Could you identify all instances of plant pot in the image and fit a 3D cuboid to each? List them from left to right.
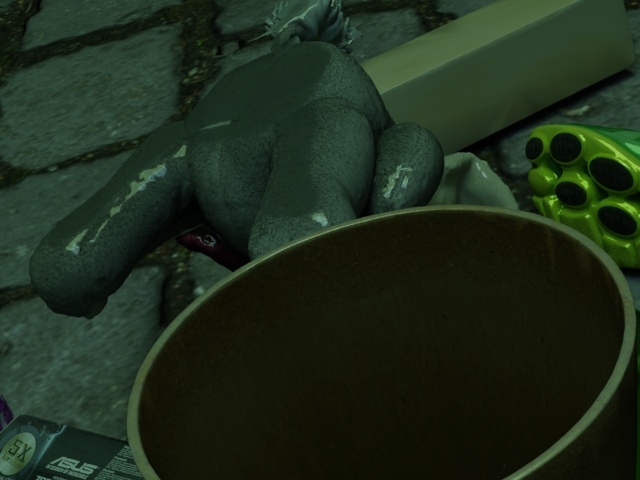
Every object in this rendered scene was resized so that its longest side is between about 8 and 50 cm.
[{"bbox_3d":[0.059,0.151,0.682,0.237,0.254,0.237,-14,31,9],"label":"plant pot"}]

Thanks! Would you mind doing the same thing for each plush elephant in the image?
[{"bbox_3d":[0.000,0.000,0.992,0.272,0.255,0.330,-9,38,32],"label":"plush elephant"}]

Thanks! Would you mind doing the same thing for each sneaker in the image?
[{"bbox_3d":[0.287,-0.035,1.032,0.295,0.109,0.123,13,24,41],"label":"sneaker"}]

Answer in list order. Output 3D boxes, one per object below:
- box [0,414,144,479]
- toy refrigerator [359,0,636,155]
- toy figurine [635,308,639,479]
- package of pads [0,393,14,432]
[{"bbox_3d":[-0.118,0.196,0.810,0.180,0.147,0.077,7,39,37],"label":"box"},{"bbox_3d":[0.155,-0.157,1.288,0.269,0.094,0.102,-26,25,-14],"label":"toy refrigerator"},{"bbox_3d":[0.139,0.107,0.872,0.159,0.130,0.173,-8,9,35],"label":"toy figurine"},{"bbox_3d":[-0.289,0.155,1.079,0.083,0.032,0.050,-14,34,7],"label":"package of pads"}]
